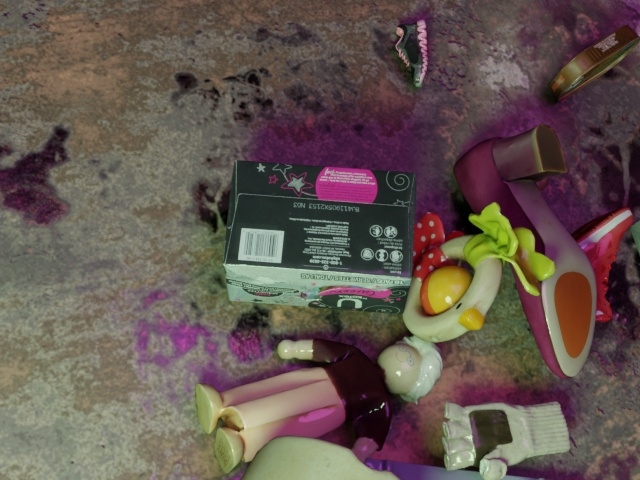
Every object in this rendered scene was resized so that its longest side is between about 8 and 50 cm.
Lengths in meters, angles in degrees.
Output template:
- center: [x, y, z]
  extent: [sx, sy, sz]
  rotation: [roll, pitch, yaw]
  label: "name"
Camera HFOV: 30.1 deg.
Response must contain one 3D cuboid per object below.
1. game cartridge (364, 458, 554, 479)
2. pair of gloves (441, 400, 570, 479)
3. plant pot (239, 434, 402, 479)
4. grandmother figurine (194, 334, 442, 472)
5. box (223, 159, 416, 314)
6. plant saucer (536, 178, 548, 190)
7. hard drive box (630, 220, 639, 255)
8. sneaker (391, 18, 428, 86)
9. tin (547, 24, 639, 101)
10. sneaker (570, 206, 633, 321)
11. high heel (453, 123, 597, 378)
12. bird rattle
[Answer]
- center: [0.188, 0.422, 1.598]
  extent: [0.355, 0.068, 0.230]
  rotation: [10, 62, -17]
  label: "game cartridge"
- center: [0.262, 0.331, 1.608]
  extent: [0.204, 0.042, 0.240]
  rotation: [3, 68, -19]
  label: "pair of gloves"
- center: [-0.030, 0.408, 1.373]
  extent: [0.334, 0.334, 0.305]
  rotation: [31, 58, -6]
  label: "plant pot"
- center: [0.017, 0.209, 1.595]
  extent: [0.343, 0.104, 0.207]
  rotation: [-17, 70, -25]
  label: "grandmother figurine"
- center: [0.000, 0.000, 1.621]
  extent: [0.247, 0.142, 0.163]
  rotation: [4, 67, 1]
  label: "box"
- center: [0.330, -0.116, 1.895]
  extent: [0.083, 0.015, 0.083]
  rotation: [8, 66, -18]
  label: "plant saucer"
- center: [0.641, 0.027, 1.911]
  extent: [0.232, 0.089, 0.181]
  rotation: [-11, 73, -24]
  label: "hard drive box"
- center: [0.142, -0.295, 1.890]
  extent: [0.057, 0.047, 0.119]
  rotation: [-1, 66, 0]
  label: "sneaker"
- center: [0.450, -0.293, 1.964]
  extent: [0.190, 0.106, 0.040]
  rotation: [-33, 75, -29]
  label: "tin"
- center: [0.422, 0.051, 1.835]
  extent: [0.221, 0.087, 0.128]
  rotation: [-36, 93, -16]
  label: "sneaker"
- center: [0.295, 0.026, 1.759]
  extent: [0.127, 0.181, 0.377]
  rotation: [10, 69, -38]
  label: "high heel"
- center: [0.177, 0.044, 1.646]
  extent: [0.143, 0.254, 0.206]
  rotation: [46, 54, -33]
  label: "bird rattle"
